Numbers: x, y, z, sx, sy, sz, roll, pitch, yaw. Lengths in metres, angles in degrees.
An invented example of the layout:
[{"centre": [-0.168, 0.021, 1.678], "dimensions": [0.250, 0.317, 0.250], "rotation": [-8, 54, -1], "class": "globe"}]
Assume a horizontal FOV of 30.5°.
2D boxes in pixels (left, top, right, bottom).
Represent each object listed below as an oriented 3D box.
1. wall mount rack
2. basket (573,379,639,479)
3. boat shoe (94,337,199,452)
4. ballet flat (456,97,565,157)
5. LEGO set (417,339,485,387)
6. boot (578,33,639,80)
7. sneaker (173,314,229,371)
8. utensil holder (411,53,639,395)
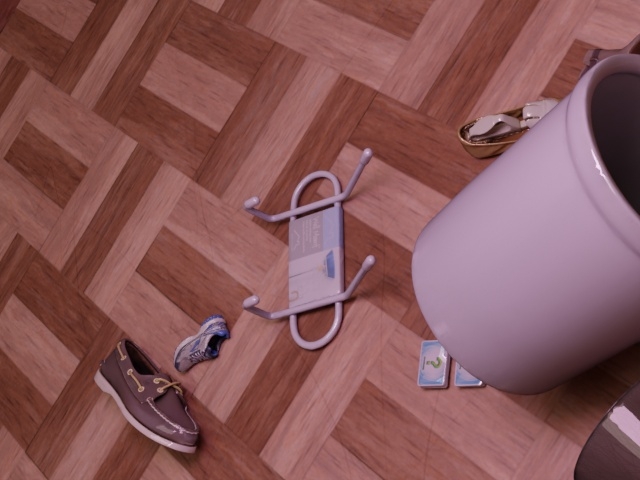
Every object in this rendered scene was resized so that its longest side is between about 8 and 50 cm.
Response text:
[{"centre": [0.000, 0.000, 2.057], "dimensions": [0.304, 0.130, 0.350], "rotation": [-19, 59, 33], "class": "wall mount rack"}, {"centre": [0.471, 0.311, 1.504], "dimensions": [0.227, 0.154, 0.204], "rotation": [43, 105, 40], "class": "basket"}, {"centre": [-0.315, 0.288, 2.198], "dimensions": [0.324, 0.116, 0.097], "rotation": [32, 95, 50], "class": "boat shoe"}, {"centre": [0.327, -0.186, 1.910], "dimensions": [0.232, 0.073, 0.080], "rotation": [-17, 60, 33], "class": "ballet flat"}, {"centre": [0.239, 0.109, 1.857], "dimensions": [0.182, 0.060, 0.244], "rotation": [-5, 66, 34], "class": "LEGO set"}, {"centre": [0.463, -0.289, 1.869], "dimensions": [0.087, 0.042, 0.118], "rotation": [31, 91, 46], "class": "boot"}, {"centre": [-0.223, 0.202, 2.203], "dimensions": [0.135, 0.052, 0.058], "rotation": [-48, 51, 12], "class": "sneaker"}, {"centre": [0.351, -0.003, 1.564], "dimensions": [0.385, 0.327, 0.328], "rotation": [-45, 44, 45], "class": "utensil holder"}]
